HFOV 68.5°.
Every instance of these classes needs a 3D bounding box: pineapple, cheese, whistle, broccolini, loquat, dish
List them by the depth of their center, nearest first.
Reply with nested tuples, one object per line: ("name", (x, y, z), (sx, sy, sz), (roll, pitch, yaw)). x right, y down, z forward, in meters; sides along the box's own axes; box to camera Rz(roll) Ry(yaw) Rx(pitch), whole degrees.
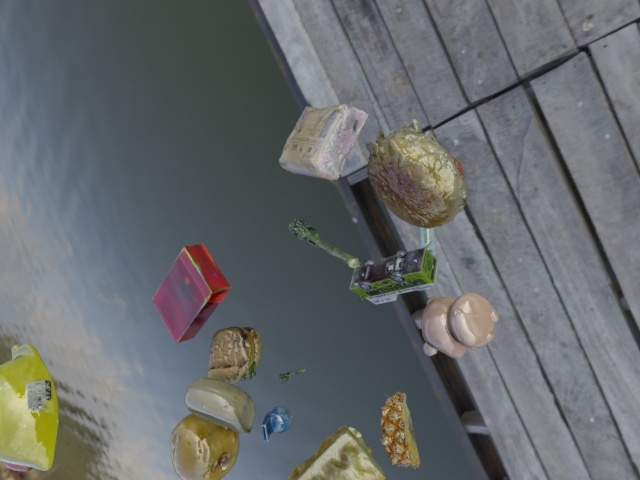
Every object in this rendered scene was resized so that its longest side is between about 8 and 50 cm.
("dish", (-0.456, 0.244, 0.682), (0.149, 0.080, 0.207), (-49, 62, 23))
("cheese", (-0.272, 0.428, 1.238), (0.203, 0.091, 0.175), (10, 143, 23))
("loquat", (-0.338, 0.602, 1.376), (0.213, 0.213, 0.213), (22, 125, 35))
("pineapple", (0.229, 0.575, 1.394), (0.080, 0.135, 0.233), (-14, 79, 21))
("whistle", (-0.133, 0.574, 1.484), (0.090, 0.090, 0.158), (61, -178, 1))
("broccolini", (-0.087, 0.425, 1.487), (0.140, 0.035, 0.030), (-35, 50, 44))
("broccolini", (-0.002, 0.005, 1.610), (0.392, 0.074, 0.078), (28, 125, 55))
("whistle", (0.387, -0.092, 1.731), (0.062, 0.062, 0.312), (-12, 74, 47))

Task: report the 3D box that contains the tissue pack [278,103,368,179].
("tissue pack", (-0.002, -0.287, 1.348), (0.257, 0.123, 0.215), (22, 86, 62))

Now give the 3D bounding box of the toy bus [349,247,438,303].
("toy bus", (0.242, 0.121, 1.527), (0.139, 0.113, 0.302), (35, 145, -28))

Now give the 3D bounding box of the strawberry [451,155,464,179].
("strawberry", (0.421, -0.229, 1.597), (0.146, 0.082, 0.187), (47, 165, 0))

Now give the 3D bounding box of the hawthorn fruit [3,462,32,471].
("hawthorn fruit", (-0.609, 0.426, 0.972), (0.093, 0.093, 0.093), (22, 125, 35))

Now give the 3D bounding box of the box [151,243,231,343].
("box", (-0.452, 0.185, 1.622), (0.197, 0.089, 0.313), (54, 126, 20))

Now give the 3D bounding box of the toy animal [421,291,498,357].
("toy animal", (0.449, 0.276, 1.540), (0.230, 0.210, 0.221), (11, 156, 11))

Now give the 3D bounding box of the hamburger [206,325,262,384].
("hamburger", (-0.302, 0.385, 1.602), (0.183, 0.206, 0.130), (-11, 140, 20))

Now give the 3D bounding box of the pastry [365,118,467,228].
("pastry", (0.268, -0.164, 1.330), (0.329, 0.136, 0.329), (45, 161, 20))

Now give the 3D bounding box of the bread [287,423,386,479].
("bread", (0.048, 0.674, 1.333), (0.196, 0.252, 0.238), (53, 172, 7))
